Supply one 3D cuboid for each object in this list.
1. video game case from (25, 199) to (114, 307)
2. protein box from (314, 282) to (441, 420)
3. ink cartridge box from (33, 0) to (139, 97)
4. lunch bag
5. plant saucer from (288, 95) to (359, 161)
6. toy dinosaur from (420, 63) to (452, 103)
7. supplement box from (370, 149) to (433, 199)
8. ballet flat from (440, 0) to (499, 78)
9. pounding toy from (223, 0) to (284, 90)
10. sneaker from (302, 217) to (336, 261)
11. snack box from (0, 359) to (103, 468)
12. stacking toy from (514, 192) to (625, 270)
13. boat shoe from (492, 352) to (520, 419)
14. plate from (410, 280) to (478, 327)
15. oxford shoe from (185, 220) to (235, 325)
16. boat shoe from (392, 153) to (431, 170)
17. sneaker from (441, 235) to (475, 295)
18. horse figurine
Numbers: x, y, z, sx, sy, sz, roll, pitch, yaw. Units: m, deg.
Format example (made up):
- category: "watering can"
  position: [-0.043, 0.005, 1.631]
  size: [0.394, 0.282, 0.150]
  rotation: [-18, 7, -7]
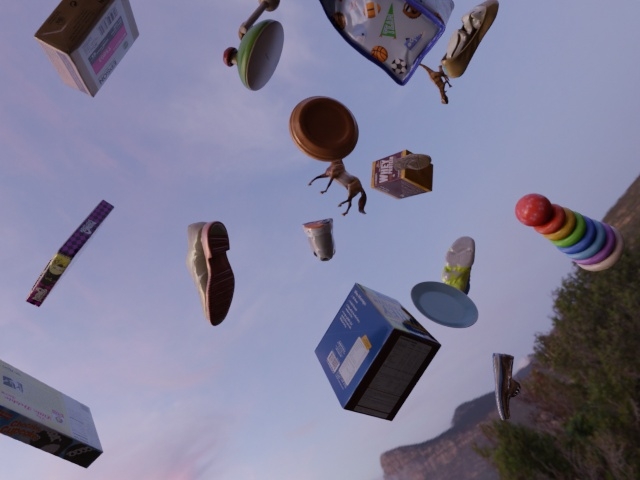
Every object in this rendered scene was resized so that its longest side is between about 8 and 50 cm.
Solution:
- category: "video game case"
  position: [-0.634, 0.027, 1.052]
  size: [0.042, 0.232, 0.210]
  rotation: [36, -63, -23]
- category: "protein box"
  position: [0.116, 0.240, 0.915]
  size: [0.136, 0.200, 0.201]
  rotation: [25, -79, -26]
- category: "ink cartridge box"
  position: [-0.562, -0.506, 1.017]
  size: [0.234, 0.088, 0.193]
  rotation: [-65, 6, -15]
- category: "lunch bag"
  position: [0.180, -0.697, 1.206]
  size: [0.239, 0.386, 0.327]
  rotation: [-52, 6, 42]
- category: "plant saucer"
  position: [0.014, -0.313, 1.130]
  size: [0.200, 0.199, 0.037]
  rotation: [-30, -5, -21]
- category: "toy dinosaur"
  position: [0.403, -0.582, 1.453]
  size: [0.112, 0.211, 0.064]
  rotation: [-33, -8, -19]
- category: "supplement box"
  position: [0.359, -0.284, 1.821]
  size: [0.191, 0.194, 0.129]
  rotation: [17, -108, -37]
- category: "ballet flat"
  position: [0.377, -0.527, 1.043]
  size: [0.073, 0.080, 0.232]
  rotation: [28, -93, -35]
- category: "pounding toy"
  position: [-0.184, -0.511, 1.054]
  size: [0.182, 0.110, 0.237]
  rotation: [-59, -7, -24]
- category: "sneaker"
  position: [0.000, 0.000, 1.238]
  size: [0.099, 0.120, 0.262]
  rotation: [-12, 5, 5]
- category: "snack box"
  position: [-0.698, 0.432, 1.029]
  size: [0.060, 0.187, 0.322]
  rotation: [-44, -49, -16]
- category: "stacking toy"
  position: [0.666, -0.033, 1.135]
  size: [0.331, 0.141, 0.141]
  rotation: [23, -66, -18]
- category: "boat shoe"
  position: [0.531, 0.414, 1.172]
  size: [0.066, 0.183, 0.066]
  rotation: [-4, -17, 19]
- category: "plate"
  position: [0.335, 0.178, 1.130]
  size: [0.188, 0.188, 0.024]
  rotation: [-17, -48, -35]
- category: "oxford shoe"
  position: [-0.419, 0.121, 1.543]
  size: [0.140, 0.147, 0.396]
  rotation: [-13, -75, -62]
- category: "boat shoe"
  position: [0.278, -0.239, 1.230]
  size: [0.045, 0.135, 0.050]
  rotation: [-34, -66, -32]
- category: "sneaker"
  position: [0.457, 0.108, 1.366]
  size: [0.126, 0.091, 0.240]
  rotation: [30, -100, -57]
- category: "horse figurine"
  position: [0.081, -0.206, 1.520]
  size: [0.174, 0.263, 0.066]
  rotation: [-53, 10, -17]
